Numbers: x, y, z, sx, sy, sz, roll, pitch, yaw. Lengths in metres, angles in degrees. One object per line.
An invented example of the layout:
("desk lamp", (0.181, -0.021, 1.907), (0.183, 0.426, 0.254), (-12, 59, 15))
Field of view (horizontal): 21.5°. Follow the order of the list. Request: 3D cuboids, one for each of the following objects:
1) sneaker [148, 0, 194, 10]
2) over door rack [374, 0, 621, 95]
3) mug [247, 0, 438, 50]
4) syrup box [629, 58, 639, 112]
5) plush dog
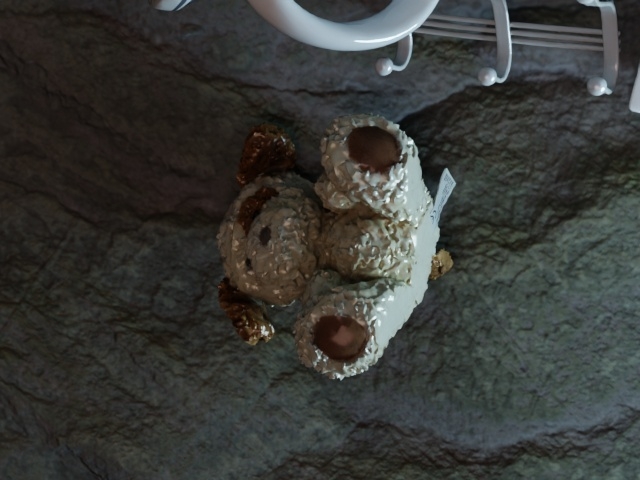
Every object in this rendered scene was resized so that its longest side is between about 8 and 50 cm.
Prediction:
("sneaker", (-0.064, -0.328, 1.578), (0.127, 0.126, 0.321), (6, 143, -25))
("over door rack", (0.150, -0.290, 1.533), (0.239, 0.108, 0.324), (9, 119, 24))
("mug", (0.028, -0.336, 1.320), (0.276, 0.328, 0.374), (11, 96, 49))
("syrup box", (0.358, -0.228, 1.548), (0.093, 0.096, 0.237), (14, 119, 8))
("plush dog", (0.000, 0.000, 1.728), (0.225, 0.210, 0.262), (9, 91, 25))
